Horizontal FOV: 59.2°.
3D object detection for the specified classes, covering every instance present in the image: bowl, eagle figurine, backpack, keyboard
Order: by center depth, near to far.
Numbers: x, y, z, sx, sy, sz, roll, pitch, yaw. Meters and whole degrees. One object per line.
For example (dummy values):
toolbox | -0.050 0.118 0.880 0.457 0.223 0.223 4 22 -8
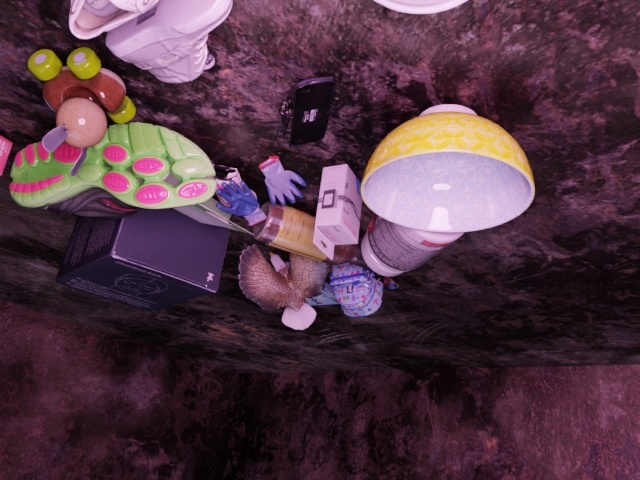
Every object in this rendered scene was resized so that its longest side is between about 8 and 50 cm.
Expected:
bowl | 0.221 -0.143 0.992 0.290 0.156 0.289 6 157 3
keyboard | -0.032 -0.239 1.024 0.100 0.038 0.192 -12 159 -13
backpack | 0.103 0.127 1.624 0.158 0.173 0.117 -8 152 33
eagle figurine | -0.098 0.110 1.640 0.225 0.226 0.298 25 164 12

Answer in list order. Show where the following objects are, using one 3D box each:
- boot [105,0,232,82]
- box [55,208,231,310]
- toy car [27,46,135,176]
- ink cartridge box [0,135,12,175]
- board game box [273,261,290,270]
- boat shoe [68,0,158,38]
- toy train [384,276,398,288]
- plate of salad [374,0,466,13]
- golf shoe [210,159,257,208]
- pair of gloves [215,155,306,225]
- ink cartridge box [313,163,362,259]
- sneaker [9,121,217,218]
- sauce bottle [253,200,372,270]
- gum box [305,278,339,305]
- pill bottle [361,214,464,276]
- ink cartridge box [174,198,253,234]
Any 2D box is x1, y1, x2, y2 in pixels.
boot | -0.197 -0.309 0.844 0.258 0.095 0.123 0 163 38
box | -0.488 0.034 1.545 0.294 0.211 0.396 27 151 -36
toy car | -0.433 -0.213 0.990 0.149 0.188 0.155 2 156 13
ink cartridge box | -0.817 -0.220 1.213 0.159 0.092 0.218 -5 155 27
board game box | -0.096 0.100 1.816 0.090 0.020 0.090 24 152 -32
boat shoe | -0.250 -0.345 0.747 0.098 0.096 0.277 28 149 -37
toy train | 0.204 0.117 1.742 0.027 0.036 0.158 -7 153 31
plate of salad | 0.117 -0.360 0.665 0.200 0.048 0.199 11 148 7
golf shoe | -0.205 -0.123 1.278 0.086 0.067 0.186 -34 146 27
pair of gloves | -0.135 -0.107 1.265 0.198 0.023 0.159 -26 141 8
ink cartridge box | 0.041 -0.059 1.210 0.060 0.180 0.104 -4 154 26
sneaker | -0.433 -0.142 1.227 0.483 0.185 0.202 3 174 18
sauce bottle | 0.000 0.000 1.446 0.345 0.111 0.111 20 154 -26
gum box | -0.026 0.183 1.958 0.185 0.041 0.157 -7 152 29
pill bottle | 0.199 -0.025 1.265 0.161 0.161 0.283 13 156 -12
ink cartridge box | -0.275 -0.083 1.324 0.235 0.056 0.171 9 163 45
